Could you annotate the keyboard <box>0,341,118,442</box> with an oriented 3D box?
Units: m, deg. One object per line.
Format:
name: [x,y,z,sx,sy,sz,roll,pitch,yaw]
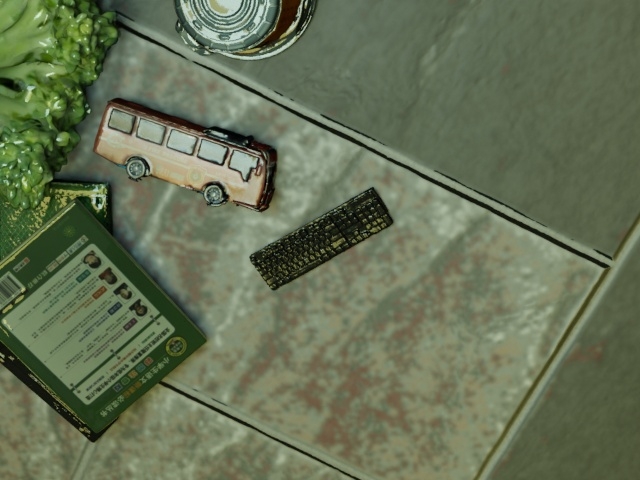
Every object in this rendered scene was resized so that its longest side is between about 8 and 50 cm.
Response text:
keyboard: [-0.382,0.205,1.555,0.204,0.013,0.061,43,109,-7]

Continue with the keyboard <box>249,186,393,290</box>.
keyboard: [0.000,0.000,1.424,0.196,0.018,0.060,-30,105,17]

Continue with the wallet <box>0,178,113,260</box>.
wallet: [-0.357,0.029,1.469,0.160,0.055,0.236,3,106,3]

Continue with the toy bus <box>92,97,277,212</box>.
toy bus: [-0.169,-0.106,1.386,0.235,0.073,0.096,17,104,3]

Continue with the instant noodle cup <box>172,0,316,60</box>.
instant noodle cup: [-0.099,-0.291,1.280,0.178,0.125,0.208,32,111,-4]

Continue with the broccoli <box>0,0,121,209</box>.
broccoli: [-0.395,-0.210,1.285,0.277,0.317,0.338,25,142,2]

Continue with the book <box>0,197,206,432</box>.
book: [-0.310,0.104,1.442,0.202,0.027,0.264,-40,109,1]
